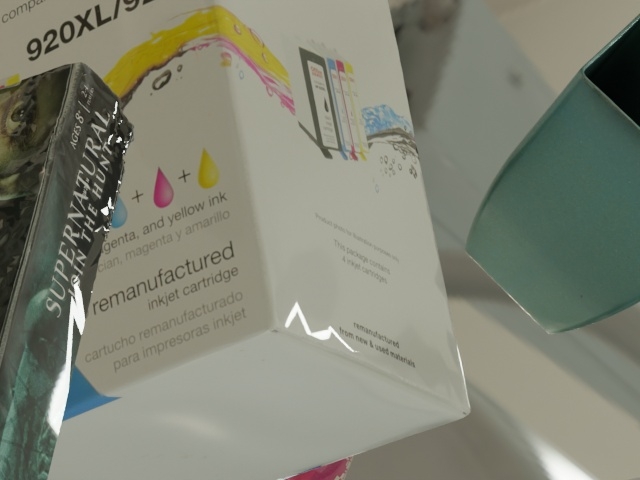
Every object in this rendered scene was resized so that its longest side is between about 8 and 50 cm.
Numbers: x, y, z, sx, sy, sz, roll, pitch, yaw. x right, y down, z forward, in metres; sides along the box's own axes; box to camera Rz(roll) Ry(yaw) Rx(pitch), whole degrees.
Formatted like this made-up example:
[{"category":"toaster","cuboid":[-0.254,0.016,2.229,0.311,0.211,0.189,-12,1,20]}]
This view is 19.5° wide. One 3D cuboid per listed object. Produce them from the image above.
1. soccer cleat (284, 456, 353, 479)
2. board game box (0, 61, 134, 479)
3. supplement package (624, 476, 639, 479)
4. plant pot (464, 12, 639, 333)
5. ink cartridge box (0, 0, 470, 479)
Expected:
[{"category":"soccer cleat","cuboid":[-0.032,0.282,1.923,0.331,0.143,0.116,-55,-147,19]},{"category":"board game box","cuboid":[-0.112,0.051,0.401,0.126,0.026,0.186,-15,-133,27]},{"category":"supplement package","cuboid":[0.271,0.296,1.550,0.293,0.177,0.175,-14,179,10]},{"category":"plant pot","cuboid":[0.232,-0.041,1.471,0.166,0.165,0.234,-42,175,-45]},{"category":"ink cartridge box","cuboid":[-0.063,-0.020,0.830,0.171,0.168,0.232,-23,-117,25]}]
